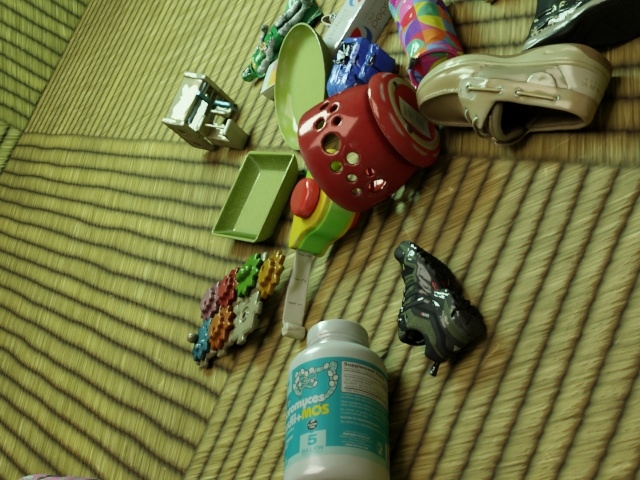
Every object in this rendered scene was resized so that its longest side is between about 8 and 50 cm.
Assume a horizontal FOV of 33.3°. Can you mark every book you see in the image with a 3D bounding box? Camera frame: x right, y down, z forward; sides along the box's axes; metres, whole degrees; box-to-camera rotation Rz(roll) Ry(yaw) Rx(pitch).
[{"bbox_3d":[-0.061,-0.367,2.242,0.144,0.035,0.096,-30,39,40],"label":"book"}]

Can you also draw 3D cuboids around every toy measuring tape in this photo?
[{"bbox_3d":[0.000,0.000,1.786,0.121,0.121,0.330,-9,67,53],"label":"toy measuring tape"}]

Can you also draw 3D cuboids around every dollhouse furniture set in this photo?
[{"bbox_3d":[-0.220,-0.271,2.336,0.183,0.129,0.129,14,76,33],"label":"dollhouse furniture set"}]

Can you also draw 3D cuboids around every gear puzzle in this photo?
[{"bbox_3d":[-0.155,0.110,1.920,0.339,0.044,0.175,-35,38,52],"label":"gear puzzle"}]

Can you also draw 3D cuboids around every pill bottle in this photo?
[{"bbox_3d":[0.023,0.245,1.508,0.146,0.146,0.264,-35,39,36],"label":"pill bottle"}]

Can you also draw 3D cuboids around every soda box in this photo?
[{"bbox_3d":[0.078,-0.422,2.048,0.216,0.069,0.074,-58,31,4],"label":"soda box"}]

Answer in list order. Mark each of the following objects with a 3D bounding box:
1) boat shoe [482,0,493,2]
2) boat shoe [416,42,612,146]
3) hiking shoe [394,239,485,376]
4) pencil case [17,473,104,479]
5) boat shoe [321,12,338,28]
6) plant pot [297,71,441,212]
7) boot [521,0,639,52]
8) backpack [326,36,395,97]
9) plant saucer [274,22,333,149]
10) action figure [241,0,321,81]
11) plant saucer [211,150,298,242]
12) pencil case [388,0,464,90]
[{"bbox_3d":[0.302,-0.535,1.814,0.285,0.089,0.104,-64,16,-11],"label":"boat shoe"},{"bbox_3d":[0.258,-0.201,1.553,0.341,0.121,0.110,-4,61,53],"label":"boat shoe"},{"bbox_3d":[0.140,0.089,1.523,0.114,0.086,0.227,-48,34,14],"label":"hiking shoe"},{"bbox_3d":[-0.473,0.527,1.996,0.386,0.167,0.160,-9,90,53],"label":"pencil case"},{"bbox_3d":[0.034,-0.444,2.160,0.035,0.035,0.100,-62,31,-2],"label":"boat shoe"},{"bbox_3d":[0.085,-0.166,1.718,0.174,0.191,0.191,-31,41,29],"label":"plant pot"},{"bbox_3d":[0.390,-0.359,1.527,0.236,0.085,0.179,-25,44,45],"label":"boot"},{"bbox_3d":[0.071,-0.295,1.927,0.101,0.098,0.120,10,73,54],"label":"backpack"},{"bbox_3d":[-0.027,-0.294,2.050,0.241,0.037,0.241,179,90,-65],"label":"plant saucer"},{"bbox_3d":[-0.098,-0.437,2.330,0.232,0.063,0.137,-52,35,21],"label":"action figure"},{"bbox_3d":[-0.118,-0.079,2.075,0.188,0.045,0.188,9,73,57],"label":"plant saucer"},{"bbox_3d":[0.177,-0.345,1.814,0.104,0.104,0.236,-41,35,29],"label":"pencil case"}]
